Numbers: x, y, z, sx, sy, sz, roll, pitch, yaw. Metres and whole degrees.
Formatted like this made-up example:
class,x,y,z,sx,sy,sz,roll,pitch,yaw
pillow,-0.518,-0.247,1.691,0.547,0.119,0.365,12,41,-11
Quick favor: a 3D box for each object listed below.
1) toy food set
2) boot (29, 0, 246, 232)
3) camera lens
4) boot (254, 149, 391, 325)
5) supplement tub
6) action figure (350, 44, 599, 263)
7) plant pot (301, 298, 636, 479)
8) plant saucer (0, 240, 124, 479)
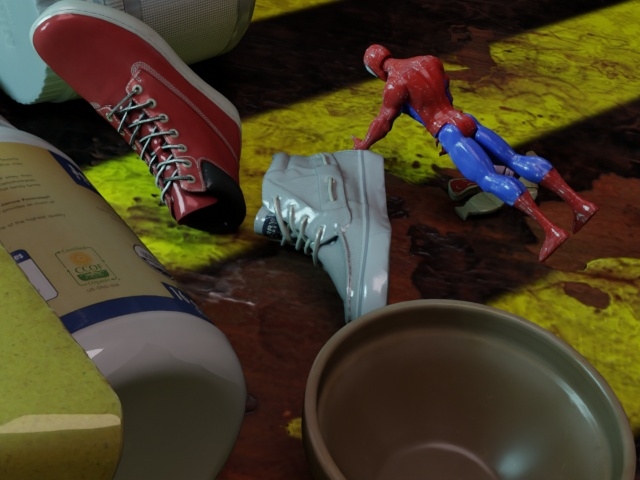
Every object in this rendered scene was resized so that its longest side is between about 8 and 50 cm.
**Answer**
class,x,y,z,sx,sy,sz,roll,pitch,yaw
toy food set,0.186,-0.057,1.118,0.122,0.019,0.078,-16,47,-16
boot,-0.165,-0.109,0.982,0.244,0.088,0.176,34,31,-33
camera lens,-0.223,-0.279,1.133,0.274,0.219,0.219,-25,52,-34
boot,0.000,0.000,0.971,0.123,0.095,0.258,1,33,-1
supplement tub,-0.224,0.060,0.738,0.228,0.228,0.316,-22,50,-32
action figure,0.134,-0.082,1.076,0.091,0.139,0.280,-35,76,-34
plant pot,0.100,0.163,0.776,0.237,0.109,0.237,5,40,-5
plant saucer,-0.282,0.118,0.582,0.081,0.332,0.333,7,30,-51
